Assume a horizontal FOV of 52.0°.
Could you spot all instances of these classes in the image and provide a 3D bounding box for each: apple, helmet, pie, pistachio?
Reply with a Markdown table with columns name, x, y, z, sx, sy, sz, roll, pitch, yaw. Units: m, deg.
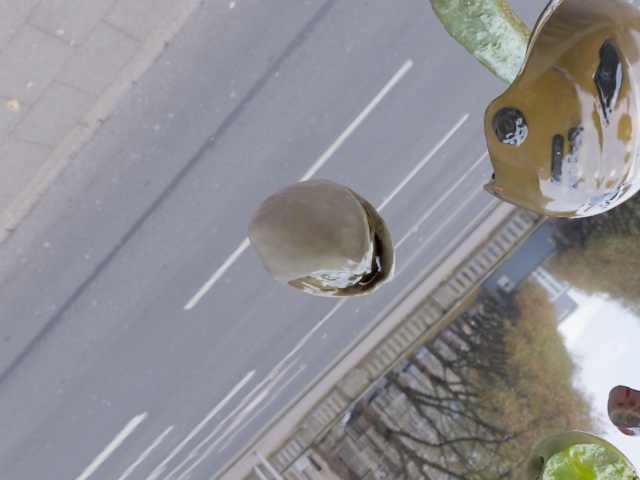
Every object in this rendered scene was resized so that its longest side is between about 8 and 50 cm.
| name | x | y | z | sx | sy | sz | roll | pitch | yaw |
| --- | --- | --- | --- | --- | --- | --- | --- | --- | --- |
| apple | 0.605 | 0.570 | 1.543 | 0.246 | 0.226 | 0.246 | -57 | -179 | 2 |
| helmet | 0.257 | -0.112 | 0.610 | 0.198 | 0.130 | 0.224 | -34 | 143 | -31 |
| helmet | 0.405 | 0.226 | 0.835 | 0.049 | 0.084 | 0.065 | -46 | 139 | -39 |
| pie | 0.241 | -0.331 | 0.960 | 0.071 | 0.323 | 0.323 | -39 | 170 | 28 |
| pistachio | 0.000 | 0.000 | 0.853 | 0.138 | 0.238 | 0.153 | 13 | 102 | -42 |
